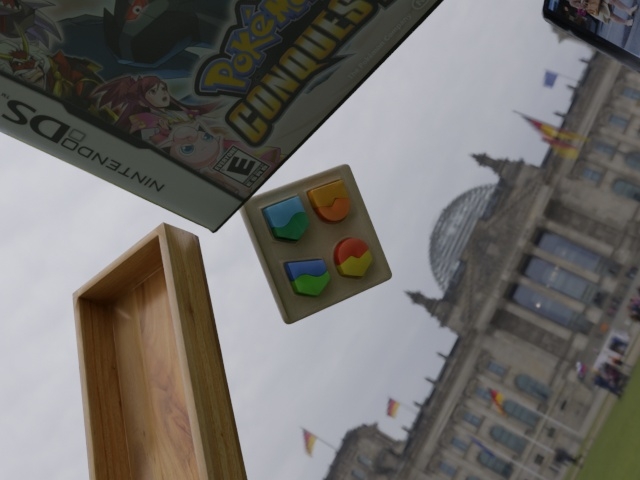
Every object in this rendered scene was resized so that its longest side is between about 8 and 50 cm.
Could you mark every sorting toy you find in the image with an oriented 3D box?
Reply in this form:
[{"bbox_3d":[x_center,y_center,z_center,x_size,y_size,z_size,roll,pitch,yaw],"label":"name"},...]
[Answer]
[{"bbox_3d":[0.000,0.000,1.121,0.208,0.193,0.038,-22,1,-29],"label":"sorting toy"}]

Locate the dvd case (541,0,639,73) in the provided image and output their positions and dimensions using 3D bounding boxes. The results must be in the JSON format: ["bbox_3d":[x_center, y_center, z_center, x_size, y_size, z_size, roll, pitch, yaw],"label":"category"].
[{"bbox_3d":[0.184,-0.126,0.278,0.022,0.253,0.180,-15,-50,-21],"label":"dvd case"}]

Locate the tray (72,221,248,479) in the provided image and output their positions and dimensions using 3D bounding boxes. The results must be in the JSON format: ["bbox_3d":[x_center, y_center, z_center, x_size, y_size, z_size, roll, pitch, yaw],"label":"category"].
[{"bbox_3d":[-0.210,0.203,0.963,0.202,0.411,0.076,-34,-34,26],"label":"tray"}]

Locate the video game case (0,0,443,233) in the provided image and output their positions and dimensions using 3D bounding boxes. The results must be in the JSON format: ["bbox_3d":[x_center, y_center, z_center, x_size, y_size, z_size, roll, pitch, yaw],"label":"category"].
[{"bbox_3d":[-0.079,-0.142,0.447,0.248,0.035,0.275,27,-59,-37],"label":"video game case"}]
